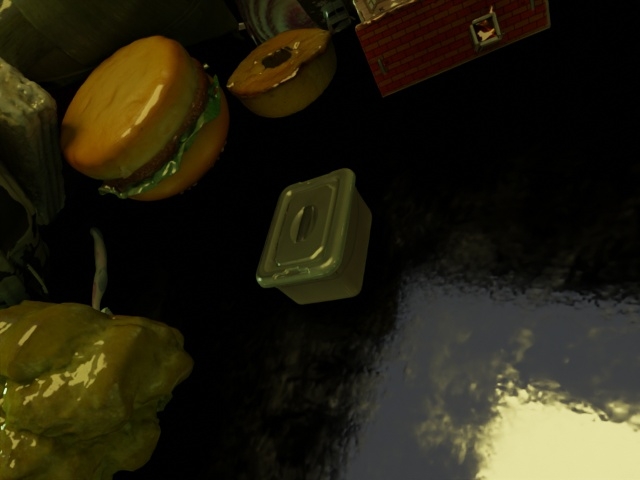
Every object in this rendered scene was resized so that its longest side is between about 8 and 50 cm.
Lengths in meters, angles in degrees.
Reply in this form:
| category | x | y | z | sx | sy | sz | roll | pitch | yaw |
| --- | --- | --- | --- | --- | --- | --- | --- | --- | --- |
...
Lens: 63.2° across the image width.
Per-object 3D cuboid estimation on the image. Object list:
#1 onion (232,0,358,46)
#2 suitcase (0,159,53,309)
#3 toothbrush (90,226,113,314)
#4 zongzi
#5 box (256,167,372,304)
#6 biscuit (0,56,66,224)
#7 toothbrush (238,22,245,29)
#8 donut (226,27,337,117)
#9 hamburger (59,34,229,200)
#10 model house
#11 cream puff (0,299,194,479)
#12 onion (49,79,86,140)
| category | x | y | z | sx | sy | sz | roll | pitch | yaw |
| --- | --- | --- | --- | --- | --- | --- | --- | --- | --- |
| onion | -0.037 | -0.444 | 0.829 | 0.216 | 0.207 | 0.206 | -7 | 53 | 28 |
| suitcase | -0.490 | -0.014 | 0.712 | 0.194 | 0.339 | 0.351 | -41 | 0 | -27 |
| toothbrush | -0.316 | 0.048 | 0.743 | 0.027 | 0.021 | 0.269 | -30 | 39 | -6 |
| zongzi | -0.358 | -0.325 | 0.858 | 0.447 | 0.418 | 0.181 | -35 | 79 | 6 |
| box | 0.000 | 0.000 | 0.494 | 0.089 | 0.062 | 0.122 | -13 | 48 | 31 |
| biscuit | -0.477 | -0.139 | 0.811 | 0.078 | 0.144 | 0.426 | -60 | 11 | -26 |
| toothbrush | -0.125 | -0.433 | 1.033 | 0.194 | 0.014 | 0.017 | 12 | 63 | 45 |
| donut | -0.052 | -0.244 | 0.763 | 0.162 | 0.065 | 0.178 | -43 | 38 | -9 |
| hamburger | -0.237 | -0.158 | 0.752 | 0.246 | 0.170 | 0.246 | -14 | 59 | 25 |
| model house | 0.135 | -0.266 | 0.598 | 0.294 | 0.154 | 0.207 | -19 | 0 | 14 |
| cream puff | -0.239 | 0.146 | 0.477 | 0.221 | 0.195 | 0.194 | -11 | 48 | 38 |
| onion | -0.458 | -0.314 | 1.000 | 0.285 | 0.347 | 0.347 | 35 | 77 | 13 |
